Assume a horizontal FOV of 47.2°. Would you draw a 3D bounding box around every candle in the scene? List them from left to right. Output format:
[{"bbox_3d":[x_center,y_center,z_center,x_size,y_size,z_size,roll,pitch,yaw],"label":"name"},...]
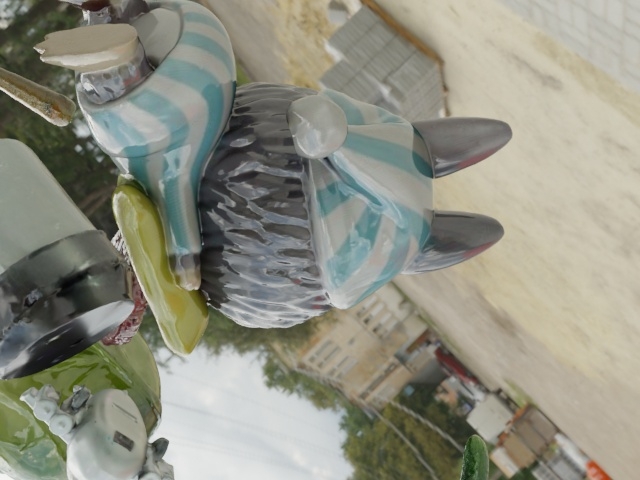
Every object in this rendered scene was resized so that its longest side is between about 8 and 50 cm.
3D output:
[{"bbox_3d":[-0.414,0.000,0.955,0.342,0.221,0.221,50,180,10],"label":"candle"}]

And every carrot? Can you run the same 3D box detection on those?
[{"bbox_3d":[-0.742,-0.372,1.783,0.298,0.078,0.078,27,-176,-13],"label":"carrot"}]

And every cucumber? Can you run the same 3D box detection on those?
[{"bbox_3d":[0.193,0.320,0.931,0.037,0.155,0.037,13,146,9],"label":"cucumber"}]

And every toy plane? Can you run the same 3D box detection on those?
[{"bbox_3d":[-0.324,0.295,1.092,0.267,0.122,0.267,37,173,5],"label":"toy plane"}]

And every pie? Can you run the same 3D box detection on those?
[{"bbox_3d":[-0.330,0.070,1.232,0.054,0.204,0.218,15,-141,-27],"label":"pie"}]

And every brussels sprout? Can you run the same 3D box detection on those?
[{"bbox_3d":[-0.483,0.293,1.408,0.361,0.342,0.425,27,-171,15],"label":"brussels sprout"}]

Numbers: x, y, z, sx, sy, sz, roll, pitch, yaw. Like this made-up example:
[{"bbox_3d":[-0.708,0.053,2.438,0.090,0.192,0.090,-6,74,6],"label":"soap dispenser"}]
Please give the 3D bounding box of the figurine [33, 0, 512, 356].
[{"bbox_3d":[-0.011,-0.098,0.702,0.361,0.378,0.266,78,175,-46],"label":"figurine"}]
